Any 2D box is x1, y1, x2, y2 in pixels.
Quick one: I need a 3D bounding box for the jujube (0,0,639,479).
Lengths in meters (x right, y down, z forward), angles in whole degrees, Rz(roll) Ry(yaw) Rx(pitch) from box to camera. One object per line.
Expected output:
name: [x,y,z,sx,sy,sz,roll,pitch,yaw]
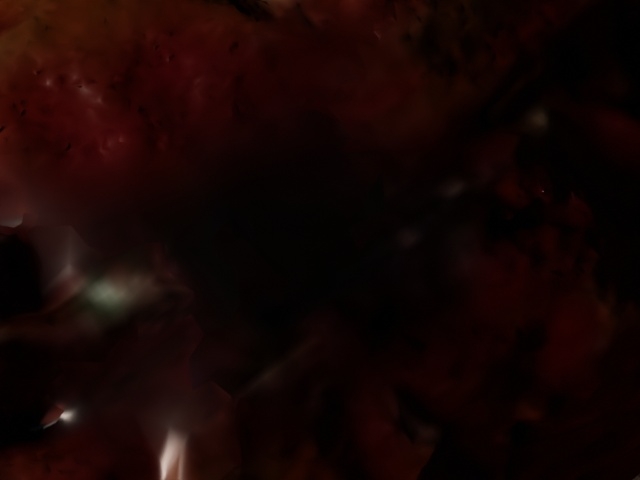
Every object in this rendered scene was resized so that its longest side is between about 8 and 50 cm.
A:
jujube: [0.000,-0.002,0.631,0.276,0.377,0.276,30,134,37]
